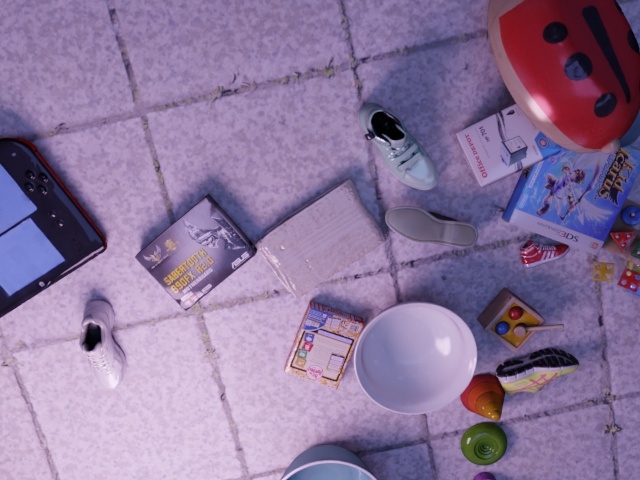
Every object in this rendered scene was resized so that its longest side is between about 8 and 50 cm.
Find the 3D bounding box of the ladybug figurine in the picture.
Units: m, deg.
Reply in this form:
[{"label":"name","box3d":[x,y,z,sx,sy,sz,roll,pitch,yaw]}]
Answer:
[{"label":"ladybug figurine","box3d":[0.529,-0.393,1.291,0.305,0.162,0.449,-28,89,-18]}]

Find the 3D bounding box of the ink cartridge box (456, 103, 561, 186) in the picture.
[{"label":"ink cartridge box","box3d":[0.422,-0.220,1.404,0.190,0.082,0.140,-26,86,13]}]

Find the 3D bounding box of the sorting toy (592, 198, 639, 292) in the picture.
[{"label":"sorting toy","box3d":[0.755,-0.009,1.484,0.132,0.046,0.275,30,96,21]}]

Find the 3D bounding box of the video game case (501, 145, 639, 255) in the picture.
[{"label":"video game case","box3d":[0.603,-0.129,1.477,0.244,0.061,0.270,19,104,-8]}]

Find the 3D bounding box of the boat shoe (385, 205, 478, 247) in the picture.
[{"label":"boat shoe","box3d":[0.259,-0.030,1.487,0.227,0.068,0.081,14,93,-6]}]

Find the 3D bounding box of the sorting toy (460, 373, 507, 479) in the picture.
[{"label":"sorting toy","box3d":[0.443,0.541,1.623,0.127,0.126,0.366,-5,105,-1]}]

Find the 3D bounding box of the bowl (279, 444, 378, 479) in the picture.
[{"label":"bowl","box3d":[0.018,0.665,1.622,0.311,0.163,0.312,-1,105,-2]}]

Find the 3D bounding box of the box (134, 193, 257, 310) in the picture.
[{"label":"box","box3d":[-0.296,0.030,1.492,0.231,0.056,0.183,-38,104,8]}]

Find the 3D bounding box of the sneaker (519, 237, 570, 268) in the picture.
[{"label":"sneaker","box3d":[0.549,0.018,1.525,0.118,0.042,0.067,-22,108,6]}]

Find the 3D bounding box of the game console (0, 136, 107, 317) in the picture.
[{"label":"game console","box3d":[-0.754,-0.021,1.462,0.386,0.060,0.342,-31,104,7]}]

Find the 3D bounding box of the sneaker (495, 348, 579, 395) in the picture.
[{"label":"sneaker","box3d":[0.563,0.347,1.604,0.208,0.081,0.094,-14,112,9]}]

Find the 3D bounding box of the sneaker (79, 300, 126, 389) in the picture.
[{"label":"sneaker","box3d":[-0.547,0.272,1.519,0.090,0.115,0.232,-10,105,1]}]

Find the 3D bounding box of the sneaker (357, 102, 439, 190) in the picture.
[{"label":"sneaker","box3d":[0.182,-0.199,1.397,0.094,0.151,0.256,-43,104,8]}]

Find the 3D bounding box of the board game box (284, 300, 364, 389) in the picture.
[{"label":"board game box","box3d":[0.008,0.266,1.573,0.146,0.045,0.194,20,104,-7]}]

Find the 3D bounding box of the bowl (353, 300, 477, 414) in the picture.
[{"label":"bowl","box3d":[0.225,0.268,1.535,0.297,0.134,0.298,-1,105,-2]}]

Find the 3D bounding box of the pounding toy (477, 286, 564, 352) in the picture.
[{"label":"pounding toy","box3d":[0.497,0.204,1.544,0.141,0.100,0.130,35,102,-10]}]

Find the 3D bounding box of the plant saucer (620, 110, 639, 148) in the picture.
[{"label":"plant saucer","box3d":[0.640,-0.290,1.415,0.194,0.037,0.195,4,71,-11]}]

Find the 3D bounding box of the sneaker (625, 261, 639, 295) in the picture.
[{"label":"sneaker","box3d":[0.874,0.104,1.546,0.240,0.091,0.126,10,117,3]}]

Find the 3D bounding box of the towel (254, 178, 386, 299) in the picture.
[{"label":"towel","box3d":[0.000,0.000,1.500,0.282,0.049,0.187,-32,105,6]}]
